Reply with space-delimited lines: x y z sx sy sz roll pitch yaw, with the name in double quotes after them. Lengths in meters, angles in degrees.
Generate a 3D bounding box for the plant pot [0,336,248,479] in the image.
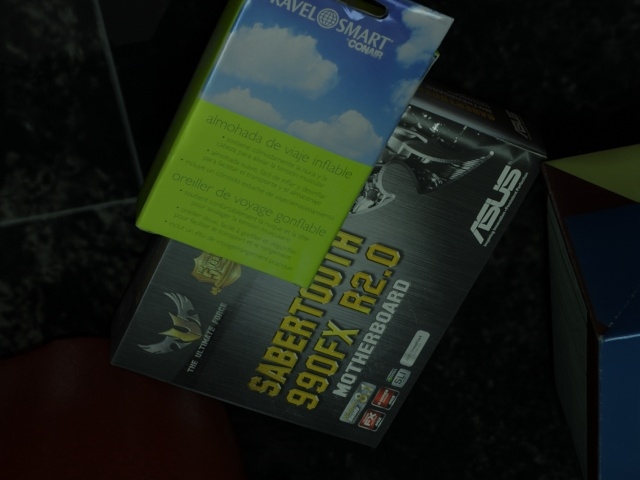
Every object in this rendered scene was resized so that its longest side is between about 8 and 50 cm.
-0.140 0.212 0.956 0.272 0.265 0.272 -2 121 -4 "plant pot"

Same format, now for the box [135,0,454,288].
-0.017 -0.069 0.863 0.109 0.042 0.178 20 116 -17 "box"

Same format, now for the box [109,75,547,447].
0.000 0.000 0.965 0.183 0.056 0.231 20 117 -18 "box"

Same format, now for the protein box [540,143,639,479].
0.242 0.050 0.945 0.199 0.136 0.201 -11 139 0 "protein box"
